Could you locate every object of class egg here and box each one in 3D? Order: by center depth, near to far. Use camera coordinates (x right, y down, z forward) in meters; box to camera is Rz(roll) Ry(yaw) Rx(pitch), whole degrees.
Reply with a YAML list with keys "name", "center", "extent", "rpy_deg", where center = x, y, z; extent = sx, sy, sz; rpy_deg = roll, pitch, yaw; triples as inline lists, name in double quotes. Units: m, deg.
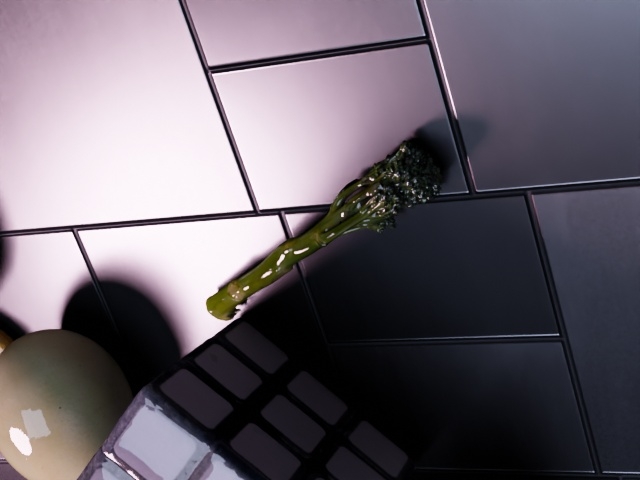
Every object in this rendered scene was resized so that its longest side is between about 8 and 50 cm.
- name: "egg"
  center: [-0.337, 0.233, 1.738]
  extent: [0.188, 0.189, 0.254]
  rpy_deg: [-3, 129, 28]

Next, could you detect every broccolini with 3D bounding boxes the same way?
- name: "broccolini"
  center: [0.000, 0.005, 1.517]
  extent: [0.074, 0.079, 0.392]
  rpy_deg: [39, 138, -16]

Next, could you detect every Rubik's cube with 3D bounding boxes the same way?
- name: "Rubik's cube"
  center: [-0.113, 0.322, 1.551]
  extent: [0.303, 0.301, 0.305]
  rpy_deg: [37, 111, 7]

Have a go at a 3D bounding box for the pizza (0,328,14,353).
- name: "pizza"
  center: [-0.514, 0.149, 1.850]
  extent: [0.246, 0.058, 0.127]
  rpy_deg: [26, 130, 11]
